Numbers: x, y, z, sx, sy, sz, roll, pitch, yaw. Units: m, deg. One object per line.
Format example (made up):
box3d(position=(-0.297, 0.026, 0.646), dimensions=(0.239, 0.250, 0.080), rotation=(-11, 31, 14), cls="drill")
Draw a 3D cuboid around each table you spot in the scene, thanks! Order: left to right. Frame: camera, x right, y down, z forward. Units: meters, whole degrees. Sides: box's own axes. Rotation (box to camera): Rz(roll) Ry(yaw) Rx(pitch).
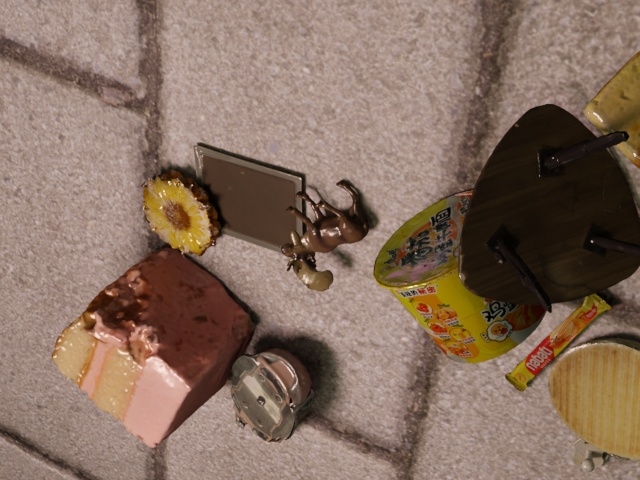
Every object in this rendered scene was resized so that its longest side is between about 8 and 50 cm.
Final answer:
box3d(position=(0.378, -0.037, 1.507), dimensions=(0.317, 0.317, 0.249), rotation=(59, 173, -14), cls="table")

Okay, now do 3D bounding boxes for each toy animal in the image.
box3d(position=(0.000, 0.000, 1.995), dimensions=(0.214, 0.094, 0.186), rotation=(-12, 121, 32), cls="toy animal")

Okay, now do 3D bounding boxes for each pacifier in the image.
box3d(position=(0.499, 0.402, 1.945), dimensions=(0.068, 0.064, 0.083), rotation=(7, 127, 11), cls="pacifier")

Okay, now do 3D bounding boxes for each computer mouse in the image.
box3d(position=(-0.101, 0.339, 2.303), dimensions=(0.199, 0.115, 0.389), rotation=(55, 149, 14), cls="computer mouse")

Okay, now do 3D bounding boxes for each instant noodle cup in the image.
box3d(position=(0.245, 0.068, 1.767), dimensions=(0.264, 0.264, 0.200), rotation=(-13, 120, 41), cls="instant noodle cup")

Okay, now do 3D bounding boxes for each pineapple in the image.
box3d(position=(-0.285, -0.060, 2.179), dimensions=(0.221, 0.047, 0.221), rotation=(23, 133, 27), cls="pineapple")

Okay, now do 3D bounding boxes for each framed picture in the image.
box3d(position=(-0.140, -0.076, 2.095), dimensions=(0.252, 0.014, 0.197), rotation=(18, 130, 25), cls="framed picture")

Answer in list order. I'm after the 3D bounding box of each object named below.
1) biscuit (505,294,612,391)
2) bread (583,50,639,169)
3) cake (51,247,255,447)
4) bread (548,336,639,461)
box3d(position=(0.418, 0.180, 1.871), dimensions=(0.048, 0.026, 0.292), rotation=(33, 136, 1), cls="biscuit")
box3d(position=(0.527, -0.172, 1.538), dimensions=(0.240, 0.135, 0.178), rotation=(43, 102, 3), cls="bread")
box3d(position=(-0.351, 0.221, 2.257), dimensions=(0.306, 0.314, 0.293), rotation=(41, 134, 7), cls="cake")
box3d(position=(0.530, 0.275, 1.843), dimensions=(0.266, 0.040, 0.267), rotation=(17, 128, 24), cls="bread")
